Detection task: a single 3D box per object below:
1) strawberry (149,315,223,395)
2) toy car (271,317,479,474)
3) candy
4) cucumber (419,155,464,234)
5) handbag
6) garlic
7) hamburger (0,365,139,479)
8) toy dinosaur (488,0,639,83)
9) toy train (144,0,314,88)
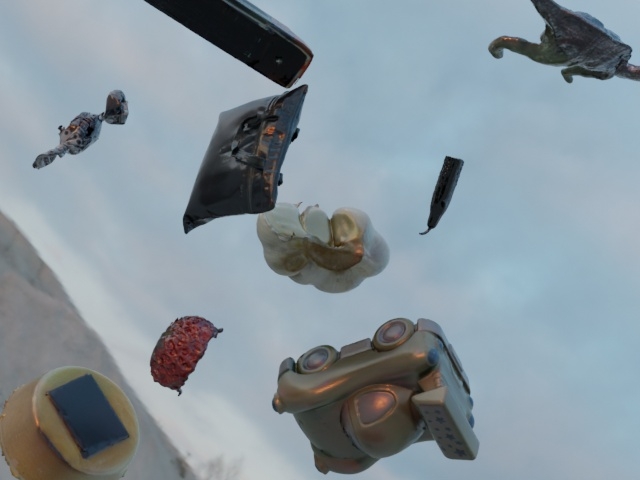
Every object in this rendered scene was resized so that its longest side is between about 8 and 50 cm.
[{"bbox_3d":[-0.239,0.190,1.511,0.086,0.145,0.145,31,-23,1],"label":"strawberry"},{"bbox_3d":[0.102,0.314,1.600,0.242,0.336,0.226,59,18,-31],"label":"toy car"},{"bbox_3d":[-0.383,-0.174,1.424,0.051,0.226,0.094,40,-49,1],"label":"candy"},{"bbox_3d":[0.236,-0.083,1.691,0.043,0.163,0.039,15,6,-13],"label":"cucumber"},{"bbox_3d":[-0.122,-0.137,1.450,0.211,0.254,0.089,-14,-39,39],"label":"handbag"},{"bbox_3d":[0.004,0.013,1.820,0.203,0.281,0.184,-103,-165,-56],"label":"garlic"},{"bbox_3d":[-0.518,0.405,1.805,0.302,0.302,0.170,47,-61,-5],"label":"hamburger"},{"bbox_3d":[0.387,-0.282,1.284,0.294,0.077,0.162,14,-7,-19],"label":"toy dinosaur"},{"bbox_3d":[-0.199,-0.391,1.423,0.409,0.086,0.089,30,22,-17],"label":"toy train"}]
